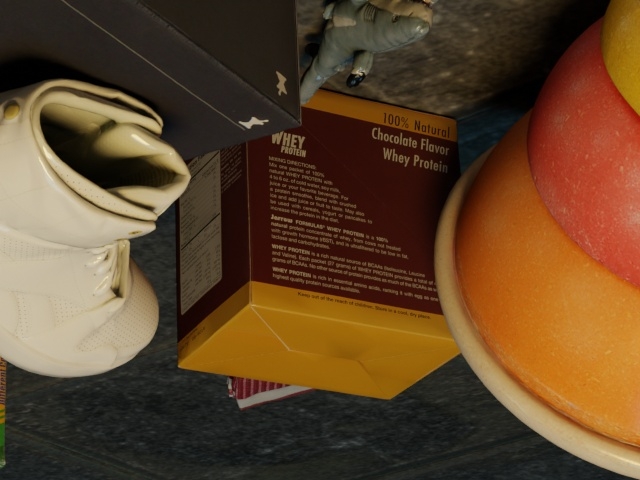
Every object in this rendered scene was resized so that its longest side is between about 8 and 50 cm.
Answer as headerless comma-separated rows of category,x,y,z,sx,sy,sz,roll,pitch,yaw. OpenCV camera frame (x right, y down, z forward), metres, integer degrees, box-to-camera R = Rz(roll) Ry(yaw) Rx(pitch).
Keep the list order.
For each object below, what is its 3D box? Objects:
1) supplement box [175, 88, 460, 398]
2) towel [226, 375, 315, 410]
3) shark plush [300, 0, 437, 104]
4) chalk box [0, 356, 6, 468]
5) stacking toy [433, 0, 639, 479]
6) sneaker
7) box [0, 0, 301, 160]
supplement box,0.000,0.000,1.503,0.191,0.194,0.129,11,152,-27
towel,0.036,0.059,1.774,0.237,0.037,0.329,-14,158,-12
shark plush,0.021,-0.139,1.357,0.073,0.067,0.161,20,146,-40
chalk box,-0.445,0.136,1.764,0.289,0.179,0.180,8,152,-23
stacking toy,0.279,-0.095,1.282,0.350,0.351,0.480,1,139,-8
sneaker,-0.139,0.000,1.173,0.169,0.108,0.292,-11,153,25
box,-0.229,-0.165,1.146,0.312,0.179,0.343,-15,153,26
